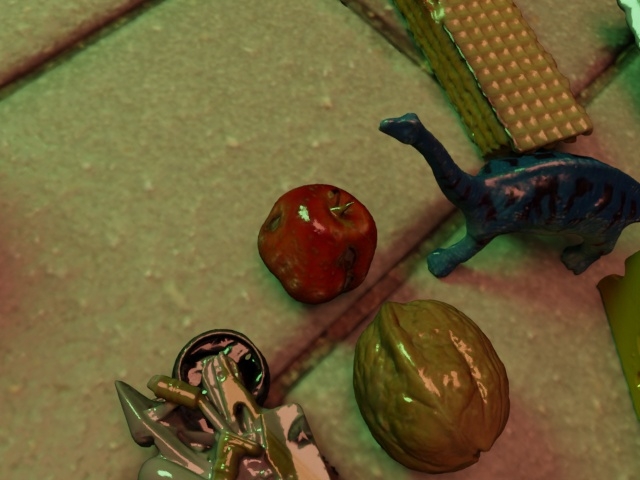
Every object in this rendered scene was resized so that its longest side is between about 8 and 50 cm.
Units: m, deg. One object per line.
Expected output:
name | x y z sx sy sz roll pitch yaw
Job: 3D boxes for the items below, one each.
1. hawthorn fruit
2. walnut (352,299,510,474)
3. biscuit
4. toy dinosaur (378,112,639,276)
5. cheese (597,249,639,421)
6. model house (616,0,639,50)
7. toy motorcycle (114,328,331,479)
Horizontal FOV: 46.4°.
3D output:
hawthorn fruit | 0.000 0.000 0.547 0.093 0.093 0.093 4 64 -7
walnut | 0.072 0.096 0.509 0.105 0.105 0.124 -22 65 -18
biscuit | 0.119 -0.233 0.695 0.094 0.054 0.378 -19 69 -18
toy dinosaur | 0.169 -0.029 0.576 0.329 0.144 0.076 8 59 -20
cheese | 0.270 0.087 0.546 0.126 0.093 0.171 -24 70 -16
model house | 0.448 -0.167 0.649 0.241 0.226 0.261 4 62 -40
toy motorcycle | -0.062 0.174 0.464 0.152 0.073 0.225 -27 72 -17
